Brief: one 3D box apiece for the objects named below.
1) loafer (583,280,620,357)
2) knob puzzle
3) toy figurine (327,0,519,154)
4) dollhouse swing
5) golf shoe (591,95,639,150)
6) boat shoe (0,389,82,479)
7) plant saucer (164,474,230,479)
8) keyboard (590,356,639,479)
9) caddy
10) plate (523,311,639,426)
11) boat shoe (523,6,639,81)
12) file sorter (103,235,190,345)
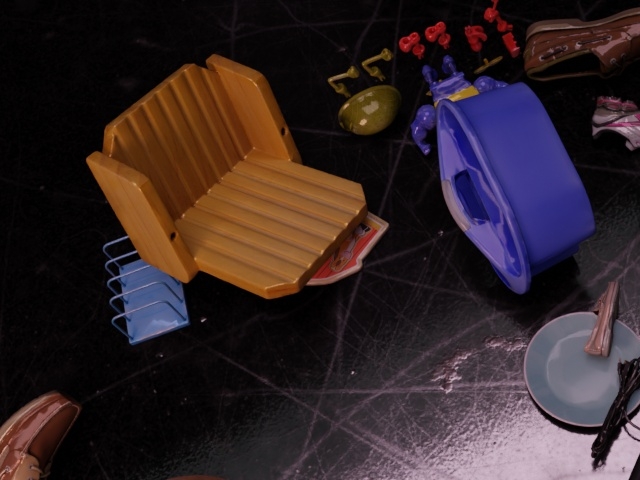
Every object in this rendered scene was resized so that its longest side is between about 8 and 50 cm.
[{"bbox_3d":[0.436,0.119,1.378,0.039,0.045,0.125,5,65,27],"label":"loafer"},{"bbox_3d":[0.000,0.000,1.622,0.213,0.030,0.213,-8,59,13],"label":"knob puzzle"},{"bbox_3d":[0.219,-0.242,1.606,0.362,0.191,0.217,-24,62,4],"label":"toy figurine"},{"bbox_3d":[-0.137,-0.118,1.541,0.305,0.315,0.347,9,44,41],"label":"dollhouse swing"},{"bbox_3d":[0.565,-0.194,1.542,0.186,0.067,0.086,14,98,20],"label":"golf shoe"},{"bbox_3d":[-0.514,0.407,1.509,0.120,0.122,0.324,37,85,26],"label":"boat shoe"},{"bbox_3d":[-0.184,0.456,1.329,0.278,0.041,0.278,5,37,-4],"label":"plant saucer"},{"bbox_3d":[0.494,0.286,1.280,0.201,0.033,0.317,25,70,18],"label":"keyboard"},{"bbox_3d":[0.289,-0.084,1.437,0.179,0.241,0.341,-21,74,-3],"label":"caddy"},{"bbox_3d":[0.411,0.200,1.379,0.188,0.024,0.188,-8,58,14],"label":"plate"},{"bbox_3d":[0.524,-0.342,1.615,0.307,0.111,0.104,-3,64,27],"label":"boat shoe"},{"bbox_3d":[-0.324,0.080,1.635,0.118,0.104,0.170,-20,57,5],"label":"file sorter"}]
